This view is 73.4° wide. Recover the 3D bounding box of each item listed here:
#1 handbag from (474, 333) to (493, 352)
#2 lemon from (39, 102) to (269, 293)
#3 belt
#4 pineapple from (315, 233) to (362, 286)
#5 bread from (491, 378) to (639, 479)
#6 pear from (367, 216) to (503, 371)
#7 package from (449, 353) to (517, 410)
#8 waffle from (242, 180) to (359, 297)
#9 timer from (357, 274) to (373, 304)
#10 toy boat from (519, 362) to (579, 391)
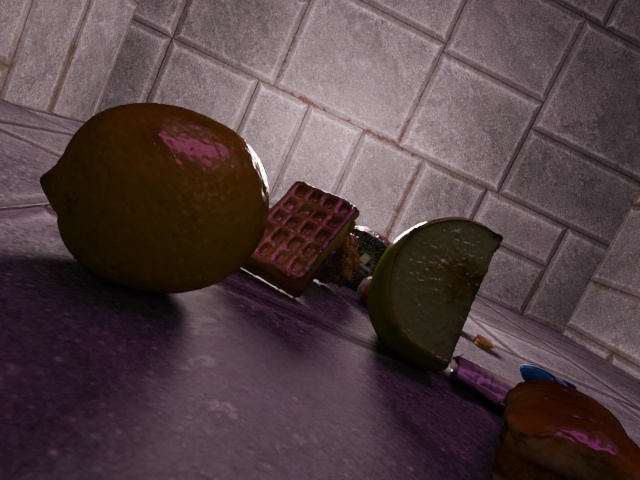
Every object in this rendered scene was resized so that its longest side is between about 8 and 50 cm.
[{"bbox_3d":[0.565,0.356,1.488,0.061,0.027,0.083,28,9,17],"label":"handbag"},{"bbox_3d":[-0.249,-0.065,0.709,0.336,0.336,0.336,24,7,-3],"label":"lemon"},{"bbox_3d":[0.164,0.072,1.501,0.295,0.206,0.160,28,9,11],"label":"belt"},{"bbox_3d":[0.019,0.042,1.274,0.225,0.224,0.076,28,24,24],"label":"pineapple"},{"bbox_3d":[0.366,0.304,0.643,0.195,0.148,0.344,29,7,26],"label":"bread"},{"bbox_3d":[0.233,0.123,1.029,0.239,0.342,0.318,29,-20,6],"label":"pear"},{"bbox_3d":[0.398,0.327,0.981,0.204,0.062,0.251,27,3,12],"label":"package"},{"bbox_3d":[-0.060,-0.013,1.137,0.224,0.098,0.327,23,49,19],"label":"waffle"},{"bbox_3d":[0.183,0.169,1.305,0.136,0.099,0.136,24,20,-9],"label":"timer"},{"bbox_3d":[0.682,0.423,1.241,0.210,0.070,0.292,35,8,35],"label":"toy boat"}]
